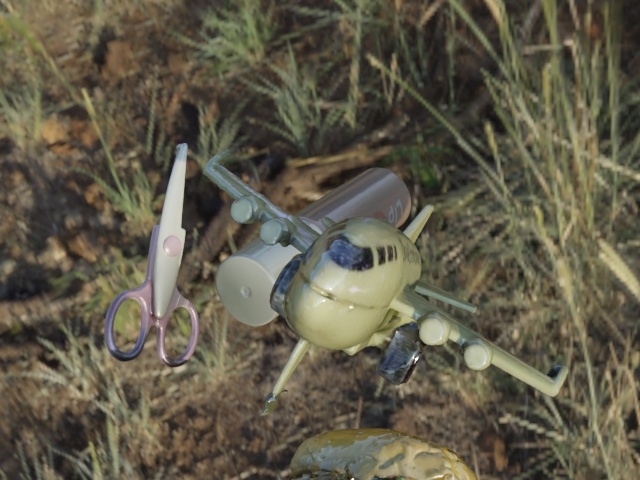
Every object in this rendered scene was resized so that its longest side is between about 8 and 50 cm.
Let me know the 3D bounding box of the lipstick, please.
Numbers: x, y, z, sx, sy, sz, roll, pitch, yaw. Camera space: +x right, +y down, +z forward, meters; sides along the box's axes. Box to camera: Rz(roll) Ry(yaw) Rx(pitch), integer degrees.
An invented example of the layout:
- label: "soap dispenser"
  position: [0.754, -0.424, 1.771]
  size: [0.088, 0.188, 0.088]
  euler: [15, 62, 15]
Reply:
- label: "lipstick"
  position: [0.000, 0.000, 1.106]
  size: [0.070, 0.070, 0.254]
  euler: [19, 30, 25]

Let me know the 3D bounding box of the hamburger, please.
- label: "hamburger"
  position: [0.075, 0.293, 1.190]
  size: [0.244, 0.244, 0.163]
  euler: [9, 51, 18]

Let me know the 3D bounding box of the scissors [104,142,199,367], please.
- label: "scissors"
  position: [-0.122, 0.010, 0.908]
  size: [0.022, 0.085, 0.176]
  euler: [1, 81, 52]

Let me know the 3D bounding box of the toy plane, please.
- label: "toy plane"
  position: [0.023, 0.023, 0.627]
  size: [0.242, 0.104, 0.256]
  euler: [33, 18, 9]
